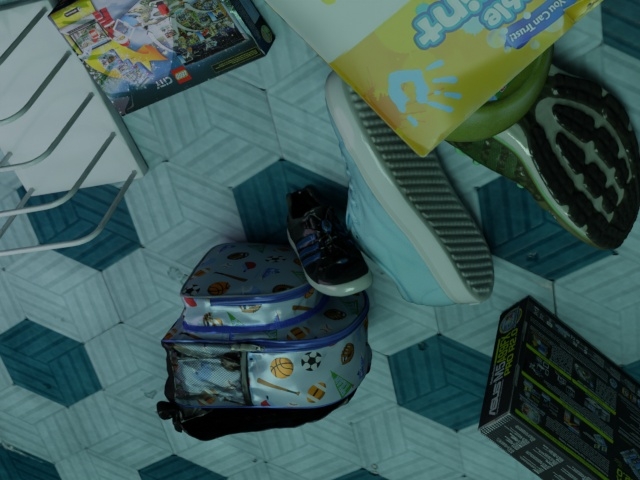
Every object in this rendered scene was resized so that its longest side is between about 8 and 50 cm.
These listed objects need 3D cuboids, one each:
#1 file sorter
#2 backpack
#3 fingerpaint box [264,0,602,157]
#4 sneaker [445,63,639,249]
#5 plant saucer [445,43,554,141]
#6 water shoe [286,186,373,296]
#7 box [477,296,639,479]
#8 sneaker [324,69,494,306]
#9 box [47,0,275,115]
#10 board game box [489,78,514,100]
[{"bbox_3d":[-0.388,-0.136,1.561,0.193,0.173,0.278,-7,128,25],"label":"file sorter"},{"bbox_3d":[-0.062,0.119,1.636,0.263,0.276,0.213,7,118,9],"label":"backpack"},{"bbox_3d":[0.124,-0.357,1.010,0.371,0.163,0.445,43,114,-11],"label":"fingerpaint box"},{"bbox_3d":[0.209,-0.138,1.415,0.410,0.158,0.182,41,161,-20],"label":"sneaker"},{"bbox_3d":[0.151,-0.224,1.265,0.241,0.241,0.037,41,162,-17],"label":"plant saucer"},{"bbox_3d":[0.000,0.000,1.542,0.073,0.203,0.080,-22,122,-15],"label":"water shoe"},{"bbox_3d":[0.337,0.232,1.606,0.270,0.216,0.060,37,132,-15],"label":"box"},{"bbox_3d":[0.074,-0.050,1.508,0.150,0.135,0.366,-14,120,33],"label":"sneaker"},{"bbox_3d":[-0.193,-0.258,1.474,0.233,0.044,0.159,-17,122,30],"label":"box"},{"bbox_3d":[0.184,-0.271,1.232,0.160,0.211,0.039,47,161,-23],"label":"board game box"}]
